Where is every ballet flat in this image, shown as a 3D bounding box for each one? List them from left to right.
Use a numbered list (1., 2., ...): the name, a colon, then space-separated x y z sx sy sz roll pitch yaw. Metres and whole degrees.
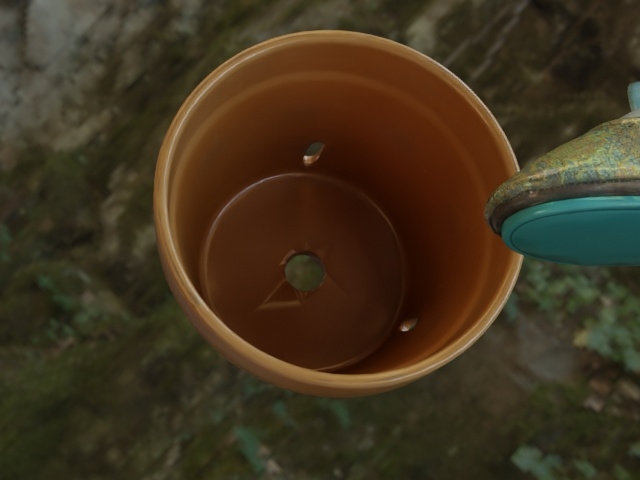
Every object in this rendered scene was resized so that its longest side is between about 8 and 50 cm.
1. ballet flat: 0.259 -0.037 0.934 0.349 0.123 0.123 5 7 -13

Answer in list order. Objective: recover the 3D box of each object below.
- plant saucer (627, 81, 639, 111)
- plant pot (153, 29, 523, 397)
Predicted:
1. plant saucer: 0.426 -0.040 1.661 0.317 0.044 0.317 46 25 -29
2. plant pot: 0.000 0.000 1.299 0.291 0.291 0.203 44 -20 4
